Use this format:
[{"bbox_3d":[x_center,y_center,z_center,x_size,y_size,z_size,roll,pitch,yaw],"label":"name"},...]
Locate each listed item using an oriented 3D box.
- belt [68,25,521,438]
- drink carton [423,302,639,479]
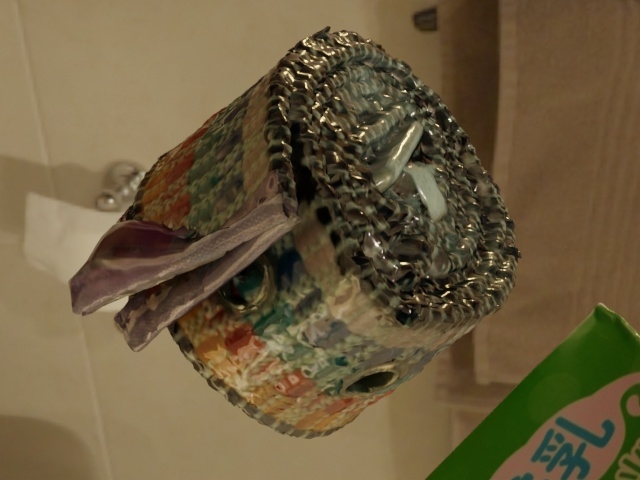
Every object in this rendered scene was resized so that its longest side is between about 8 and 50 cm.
[{"bbox_3d":[0.000,0.000,0.556,0.207,0.160,0.295,47,28,-12],"label":"belt"},{"bbox_3d":[0.133,0.159,0.312,0.108,0.161,0.271,39,10,-22],"label":"drink carton"}]
